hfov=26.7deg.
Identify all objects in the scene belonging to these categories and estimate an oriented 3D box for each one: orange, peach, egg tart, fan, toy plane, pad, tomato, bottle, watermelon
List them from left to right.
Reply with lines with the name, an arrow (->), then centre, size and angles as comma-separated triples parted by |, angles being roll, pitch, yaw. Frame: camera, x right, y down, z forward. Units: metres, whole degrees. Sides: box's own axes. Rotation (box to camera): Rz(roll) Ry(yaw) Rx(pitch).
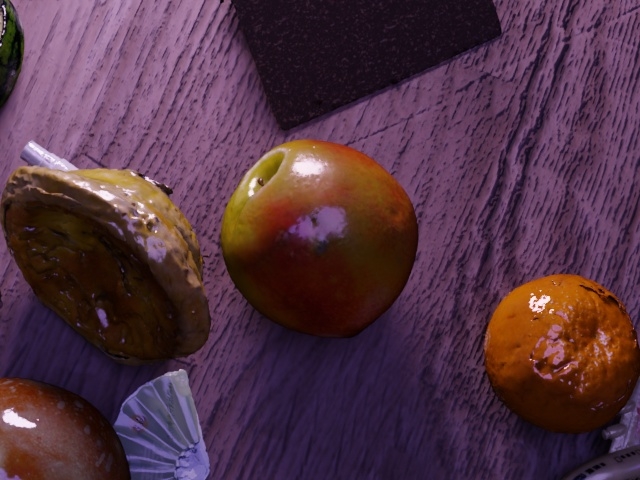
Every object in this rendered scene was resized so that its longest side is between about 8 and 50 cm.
watermelon -> -0.438, -0.204, 1.641 | 0.119, 0.063, 0.245 | 28, 81, 17
tomato -> -0.341, 0.283, 1.477 | 0.270, 0.222, 0.270 | 1, 76, -6
bottle -> -0.269, -0.046, 1.630 | 0.217, 0.060, 0.060 | 39, 77, -1
egg tart -> -0.234, 0.016, 1.532 | 0.290, 0.290, 0.115 | 41, 54, 1
fan -> -0.197, 0.271, 1.609 | 0.131, 0.009, 0.240 | 5, 79, -5
peach -> 0.000, 0.000, 1.583 | 0.231, 0.231, 0.230 | 2, 79, -8
pad -> 0.059, -0.299, 1.707 | 0.330, 0.004, 0.220 | -24, 110, -12
orange -> 0.288, 0.139, 1.628 | 0.193, 0.161, 0.193 | 4, 76, -15
toy plane -> 0.400, 0.268, 1.654 | 0.244, 0.092, 0.229 | -15, 84, -10

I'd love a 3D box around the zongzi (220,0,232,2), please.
zongzi -> -0.083, -0.421, 1.709 | 0.205, 0.094, 0.204 | -36, 87, -12

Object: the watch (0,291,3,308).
watch -> -0.492, 0.050, 1.487 | 0.253, 0.241, 0.161 | -17, 81, -11
